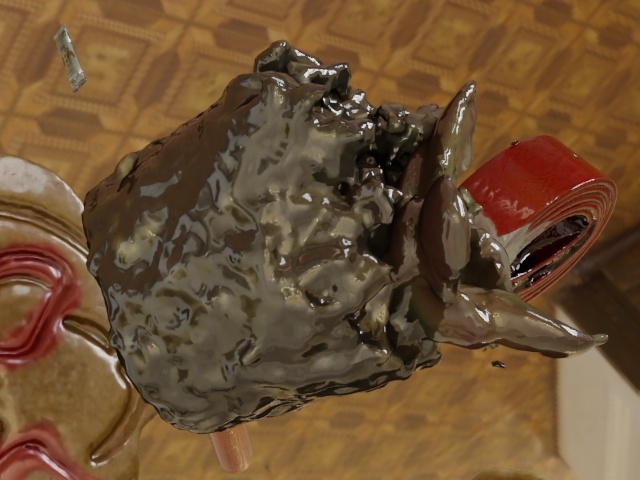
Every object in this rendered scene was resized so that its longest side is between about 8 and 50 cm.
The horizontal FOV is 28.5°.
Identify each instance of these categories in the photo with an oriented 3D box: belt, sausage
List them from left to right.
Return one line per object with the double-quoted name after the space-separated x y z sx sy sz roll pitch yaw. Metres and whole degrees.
-0.127 0.212 1.598 0.053 0.053 0.348 -27 148 -13 "sausage"
0.254 -0.016 1.662 0.324 0.115 0.227 -23 143 -41 "belt"

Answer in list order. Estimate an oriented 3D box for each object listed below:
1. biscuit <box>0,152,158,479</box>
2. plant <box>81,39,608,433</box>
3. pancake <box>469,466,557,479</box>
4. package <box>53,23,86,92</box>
-0.251 0.111 0.934 0.314 0.367 0.063 -6 174 -24 "biscuit"
0.000 0.000 0.676 0.234 0.204 0.178 -22 170 20 "plant"
0.098 0.288 0.931 0.049 0.282 0.282 37 105 -20 "pancake"
-0.391 -0.284 1.965 0.037 0.110 0.015 -37 155 34 "package"
